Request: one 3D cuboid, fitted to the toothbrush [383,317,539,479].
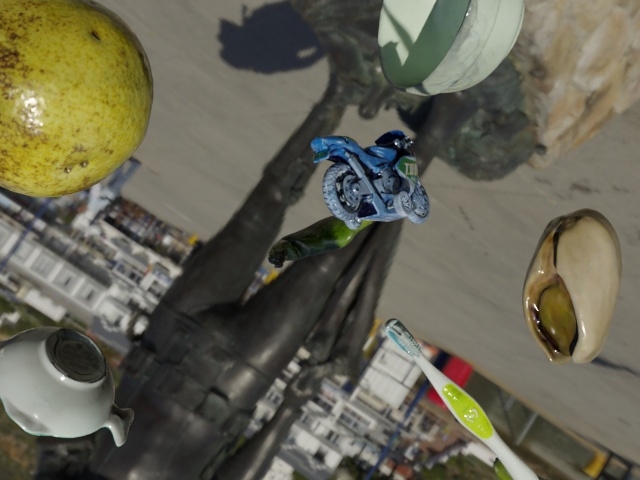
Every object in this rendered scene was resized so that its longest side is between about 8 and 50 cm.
[{"bbox_3d":[0.124,0.145,0.746,0.263,0.022,0.026,49,175,-36],"label":"toothbrush"}]

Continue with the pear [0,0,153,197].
[{"bbox_3d":[-0.263,-0.140,0.830,0.197,0.197,0.197,34,174,4],"label":"pear"}]

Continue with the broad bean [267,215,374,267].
[{"bbox_3d":[-0.007,-0.001,1.352,0.061,0.195,0.046,23,129,46],"label":"broad bean"}]

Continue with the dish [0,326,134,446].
[{"bbox_3d":[-0.375,0.205,1.345,0.246,0.078,0.224,36,-155,-16],"label":"dish"}]

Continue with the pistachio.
[{"bbox_3d":[0.378,0.068,1.319,0.153,0.238,0.138,22,165,-24],"label":"pistachio"}]

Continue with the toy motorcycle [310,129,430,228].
[{"bbox_3d":[0.075,-0.090,1.209,0.092,0.135,0.254,-14,171,36],"label":"toy motorcycle"}]

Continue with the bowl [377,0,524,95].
[{"bbox_3d":[0.234,-0.391,1.517,0.163,0.307,0.307,8,-173,-28],"label":"bowl"}]

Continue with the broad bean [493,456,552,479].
[{"bbox_3d":[0.322,0.368,1.283,0.213,0.048,0.070,38,-177,-34],"label":"broad bean"}]
